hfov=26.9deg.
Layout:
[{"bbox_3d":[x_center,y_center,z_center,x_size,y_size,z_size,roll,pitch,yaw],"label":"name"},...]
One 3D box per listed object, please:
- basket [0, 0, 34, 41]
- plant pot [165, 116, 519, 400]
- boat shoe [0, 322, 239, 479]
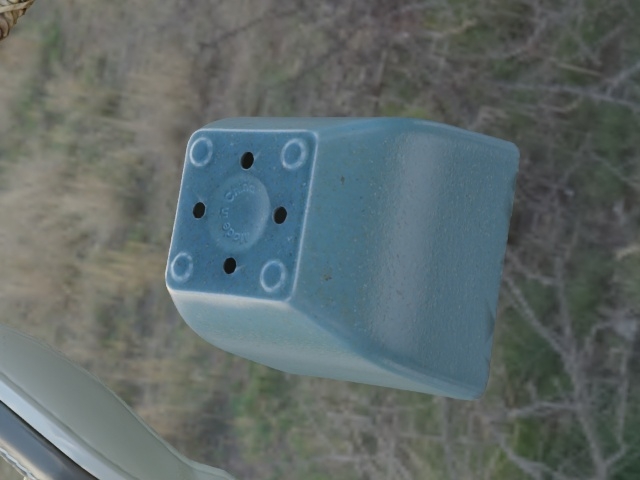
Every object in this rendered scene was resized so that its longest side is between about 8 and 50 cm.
[{"bbox_3d":[-0.269,-0.243,0.834,0.223,0.213,0.299,-9,48,53],"label":"basket"},{"bbox_3d":[0.000,0.000,1.222,0.248,0.252,0.247,4,83,37],"label":"plant pot"},{"bbox_3d":[-0.139,0.165,0.876,0.091,0.305,0.109,-44,23,12],"label":"boat shoe"}]
